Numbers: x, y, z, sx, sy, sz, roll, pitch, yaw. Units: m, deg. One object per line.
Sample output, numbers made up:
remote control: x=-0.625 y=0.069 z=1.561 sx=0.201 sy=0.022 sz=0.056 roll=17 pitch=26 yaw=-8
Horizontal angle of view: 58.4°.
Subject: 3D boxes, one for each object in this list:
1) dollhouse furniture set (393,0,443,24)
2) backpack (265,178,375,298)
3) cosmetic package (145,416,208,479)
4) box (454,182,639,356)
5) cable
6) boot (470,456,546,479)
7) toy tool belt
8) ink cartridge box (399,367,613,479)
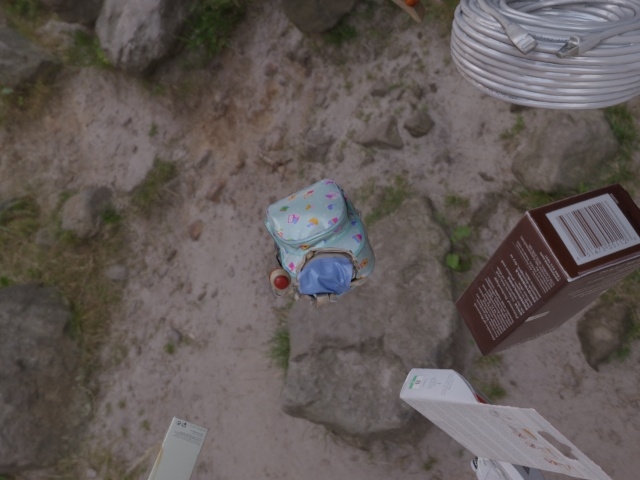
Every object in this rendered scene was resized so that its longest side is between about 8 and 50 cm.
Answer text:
dollhouse furniture set: x=0.224 y=-0.556 z=0.979 sx=0.262 sy=0.135 sz=0.259 roll=-32 pitch=34 yaw=52
backpack: x=0.000 y=0.000 z=0.984 sx=0.165 sy=0.144 sz=0.188 roll=-24 pitch=53 yaw=-2
cosmetic package: x=-0.159 y=0.249 z=0.592 sx=0.060 sy=0.041 sz=0.115 roll=124 pitch=167 yaw=-51
box: x=0.410 y=0.072 z=1.057 sx=0.191 sy=0.381 sz=0.143 roll=-17 pitch=66 yaw=-14
cable: x=0.290 y=-0.247 z=0.696 sx=0.257 sy=0.089 sz=0.257 roll=-11 pitch=38 yaw=-13
boot: x=0.364 y=0.462 z=1.214 sx=0.123 sy=0.095 sz=0.258 roll=-30 pitch=95 yaw=40
toy tool belt: x=-0.003 y=0.035 z=0.520 sx=0.083 sy=0.052 sz=0.051 roll=-11 pitch=23 yaw=-9
ink cartridge box: x=0.241 y=0.236 z=0.749 sx=0.224 sy=0.181 sz=0.056 roll=-19 pitch=36 yaw=55
